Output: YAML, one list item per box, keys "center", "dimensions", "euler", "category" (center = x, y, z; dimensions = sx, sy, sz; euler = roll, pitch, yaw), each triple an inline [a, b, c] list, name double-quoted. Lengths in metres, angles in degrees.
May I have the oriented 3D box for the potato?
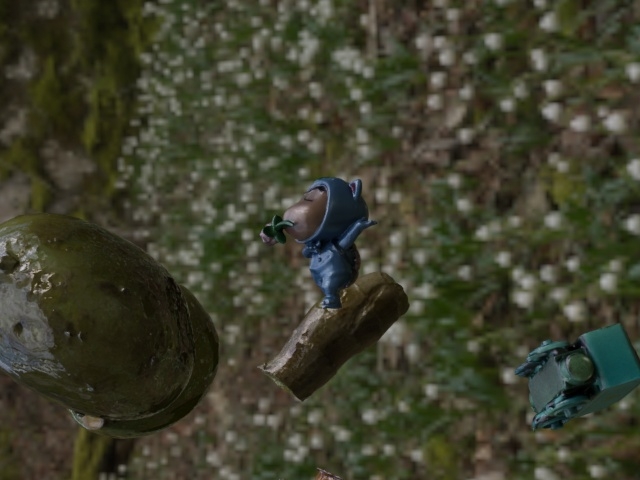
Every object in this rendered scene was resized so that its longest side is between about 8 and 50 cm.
- center: [-0.222, 0.082, 1.430]
  dimensions: [0.307, 0.210, 0.173]
  euler: [47, -120, -67]
  category: "potato"

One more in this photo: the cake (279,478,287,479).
- center: [-0.017, 0.624, 2.615]
  dimensions: [0.270, 0.319, 0.269]
  euler: [-79, 8, -46]
  category: "cake"

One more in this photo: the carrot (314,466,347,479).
- center: [0.007, 0.460, 2.015]
  dimensions: [0.254, 0.196, 0.196]
  euler: [-66, -24, -12]
  category: "carrot"

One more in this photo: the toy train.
- center: [0.356, 0.189, 2.017]
  dimensions: [0.198, 0.154, 0.107]
  euler: [109, 144, -68]
  category: "toy train"

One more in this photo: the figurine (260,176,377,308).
- center: [-0.004, 0.001, 1.969]
  dimensions: [0.114, 0.144, 0.178]
  euler: [149, 120, -74]
  category: "figurine"

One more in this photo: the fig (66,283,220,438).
- center: [-0.278, 0.182, 2.161]
  dimensions: [0.271, 0.239, 0.239]
  euler: [-66, -30, -57]
  category: "fig"

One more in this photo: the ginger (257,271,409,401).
- center: [0.022, 0.147, 2.350]
  dimensions: [0.109, 0.263, 0.116]
  euler: [48, 175, 14]
  category: "ginger"
